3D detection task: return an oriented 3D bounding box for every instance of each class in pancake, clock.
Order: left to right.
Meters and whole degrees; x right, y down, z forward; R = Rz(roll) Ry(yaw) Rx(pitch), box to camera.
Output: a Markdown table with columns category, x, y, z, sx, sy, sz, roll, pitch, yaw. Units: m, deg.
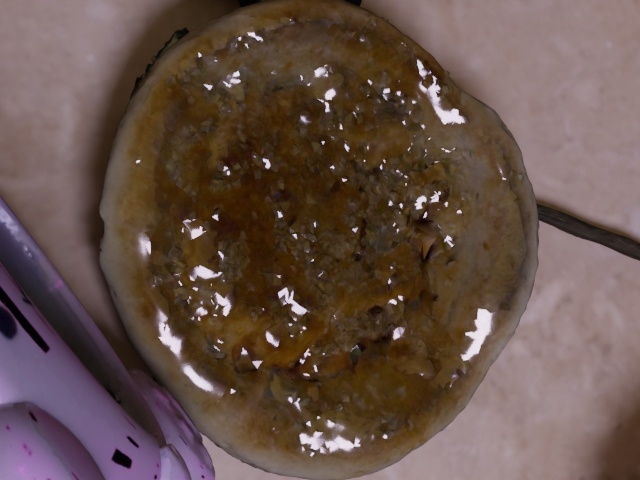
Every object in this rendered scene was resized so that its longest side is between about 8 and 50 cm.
| category | x | y | z | sx | sy | sz | roll | pitch | yaw |
| --- | --- | --- | --- | --- | --- | --- | --- | --- | --- |
| clock | -0.172 | 0.036 | 0.665 | 0.113 | 0.322 | 0.295 | -37 | 90 | -3 |
| pancake | 0.000 | -0.001 | 0.860 | 0.282 | 0.049 | 0.282 | 0 | 90 | -20 |

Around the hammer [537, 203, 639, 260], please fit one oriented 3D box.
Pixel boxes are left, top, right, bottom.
| category | x | y | z | sx | sy | sz | roll | pitch | yaw |
| --- | --- | --- | --- | --- | --- | --- | --- | --- | --- |
| hammer | 0.194 | 0.000 | 0.965 | 0.292 | 0.029 | 0.058 | 20 | 77 | -17 |

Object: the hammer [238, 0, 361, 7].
| category | x | y | z | sx | sy | sz | roll | pitch | yaw |
| --- | --- | --- | --- | --- | --- | --- | --- | --- | --- |
| hammer | -0.163 | -0.254 | 0.875 | 0.440 | 0.044 | 0.168 | 38 | 69 | -9 |
